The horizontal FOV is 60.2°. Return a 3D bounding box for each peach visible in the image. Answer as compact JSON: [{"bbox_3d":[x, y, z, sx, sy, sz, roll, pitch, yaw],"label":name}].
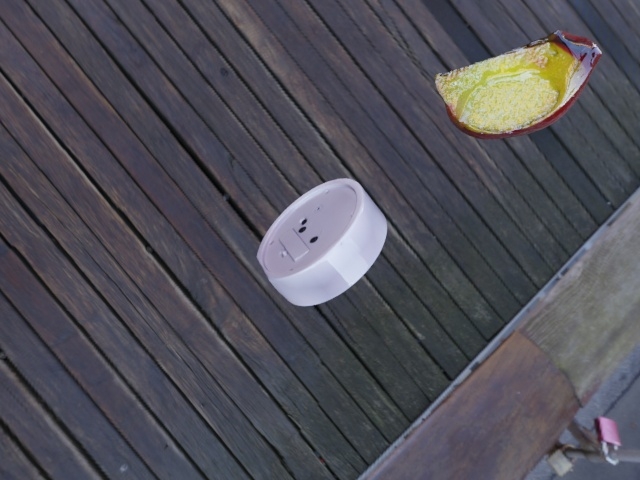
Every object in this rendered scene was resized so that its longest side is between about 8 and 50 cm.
[{"bbox_3d":[0.365,-0.272,0.996,0.154,0.267,0.158,-35,107,-58],"label":"peach"}]

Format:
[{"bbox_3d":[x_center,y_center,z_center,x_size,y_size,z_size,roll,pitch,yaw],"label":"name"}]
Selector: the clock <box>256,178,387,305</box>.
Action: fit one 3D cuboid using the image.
[{"bbox_3d":[0.000,0.000,0.825,0.068,0.197,0.197,47,70,-29],"label":"clock"}]
